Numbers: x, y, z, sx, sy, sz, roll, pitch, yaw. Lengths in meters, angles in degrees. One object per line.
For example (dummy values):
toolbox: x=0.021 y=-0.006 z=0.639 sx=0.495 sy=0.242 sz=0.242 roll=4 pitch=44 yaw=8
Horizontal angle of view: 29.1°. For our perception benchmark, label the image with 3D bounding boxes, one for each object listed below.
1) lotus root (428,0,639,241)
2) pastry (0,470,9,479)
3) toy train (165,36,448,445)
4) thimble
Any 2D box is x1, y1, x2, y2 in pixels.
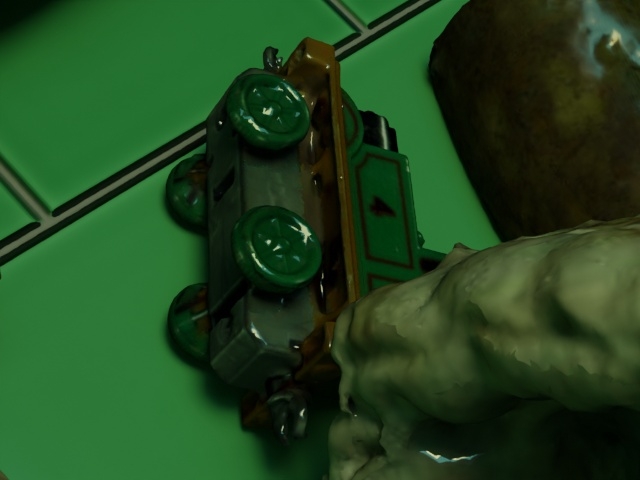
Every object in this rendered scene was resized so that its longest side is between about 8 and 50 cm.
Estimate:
lotus root: x=0.231 y=-0.042 z=0.702 sx=0.267 sy=0.149 sz=0.260 roll=-4 pitch=59 yaw=-20
pastry: x=-0.192 y=0.164 z=0.405 sx=0.265 sy=0.133 sz=0.264 roll=9 pitch=58 yaw=-15
toy train: x=0.000 y=0.000 z=0.621 sx=0.136 sy=0.091 sz=0.227 roll=15 pitch=52 yaw=-24
thimble: x=0.148 y=0.114 z=0.482 sx=0.195 sy=0.291 sz=0.291 roll=-11 pitch=63 yaw=-36
